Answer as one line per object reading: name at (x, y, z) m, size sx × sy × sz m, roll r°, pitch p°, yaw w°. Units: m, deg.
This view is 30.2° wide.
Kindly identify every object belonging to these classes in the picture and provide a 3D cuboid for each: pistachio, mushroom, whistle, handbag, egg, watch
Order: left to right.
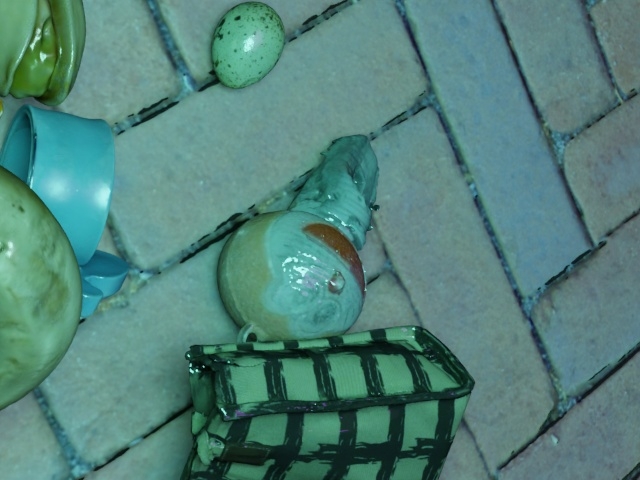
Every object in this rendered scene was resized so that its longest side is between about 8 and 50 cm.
mushroom at (-0.358, 0.066, 1.003) m, size 0.292 × 0.292 × 0.290 m, roll 49°, pitch 29°, yaw -22°
pistachio at (-0.314, -0.238, 1.237) m, size 0.144 × 0.144 × 0.215 m, roll 3°, pitch 60°, yaw -32°
watch at (-0.281, -0.038, 1.240) m, size 0.211 × 0.211 × 0.193 m, roll 9°, pitch 103°, yaw -32°
egg at (-0.088, -0.234, 1.425) m, size 0.085 × 0.085 × 0.110 m, roll 23°, pitch 81°, yaw -30°
handbag at (-0.023, 0.263, 1.362) m, size 0.327 × 0.162 × 0.325 m, roll 1°, pitch 119°, yaw -32°
whistle at (0.000, 0.000, 1.441) m, size 0.189 × 0.189 × 0.348 m, roll 47°, pitch 56°, yaw -23°

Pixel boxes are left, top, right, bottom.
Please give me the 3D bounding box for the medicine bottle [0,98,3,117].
medicine bottle at (-0.424, -0.169, 1.126) m, size 0.112 × 0.149 × 0.222 m, roll -57°, pitch 149°, yaw -20°
